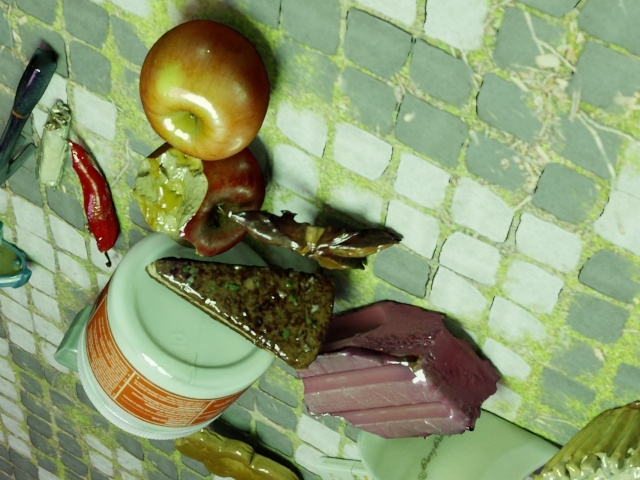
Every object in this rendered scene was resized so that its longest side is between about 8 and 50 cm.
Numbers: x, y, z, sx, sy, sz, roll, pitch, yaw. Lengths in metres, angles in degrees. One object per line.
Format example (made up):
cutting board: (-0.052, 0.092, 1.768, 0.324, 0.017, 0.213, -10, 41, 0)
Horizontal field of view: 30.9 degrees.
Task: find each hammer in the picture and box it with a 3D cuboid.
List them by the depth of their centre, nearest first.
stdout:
hammer: (-0.436, -0.171, 1.678, 0.037, 0.137, 0.290, 39, 131, 0)

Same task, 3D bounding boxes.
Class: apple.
apple: (-0.135, -0.180, 1.371, 0.163, 0.139, 0.163, 13, 138, 12)
apple: (-0.155, -0.068, 1.501, 0.158, 0.147, 0.156, 40, 147, 40)

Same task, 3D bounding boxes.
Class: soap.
soap: (0.080, 0.184, 1.589, 0.182, 0.112, 0.289, 51, 143, -15)

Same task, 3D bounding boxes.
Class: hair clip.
hair clip: (0.172, 0.312, 1.623, 0.113, 0.172, 0.282, 47, 156, -24)

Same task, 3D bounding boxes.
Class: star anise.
star anise: (0.000, 0.004, 1.489, 0.213, 0.053, 0.157, 5, 164, 9)

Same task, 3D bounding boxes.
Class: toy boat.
toy boat: (-0.589, 0.011, 2.016, 0.215, 0.088, 0.102, 31, 140, 14)

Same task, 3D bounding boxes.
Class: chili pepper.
chili pepper: (-0.340, -0.051, 1.767, 0.051, 0.059, 0.268, -7, 132, -3)

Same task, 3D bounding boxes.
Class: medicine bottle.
medicine bottle: (-0.203, 0.134, 1.665, 0.252, 0.252, 0.241, 41, 144, -2)

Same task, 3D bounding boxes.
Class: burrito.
burrito: (-0.398, -0.137, 1.729, 0.045, 0.041, 0.185, 17, 146, -11)

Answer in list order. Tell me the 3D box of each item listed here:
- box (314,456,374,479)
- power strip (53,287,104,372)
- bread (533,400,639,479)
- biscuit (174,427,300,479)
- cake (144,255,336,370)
box: (0.100, 0.408, 1.883, 0.220, 0.032, 0.122, -2, 127, 44)
power strip: (-0.299, 0.196, 1.953, 0.261, 0.141, 0.229, 33, 148, -16)
bread: (0.407, 0.335, 1.434, 0.274, 0.149, 0.274, 30, 148, 21)
biscuit: (-0.136, 0.392, 2.033, 0.249, 0.035, 0.184, 28, 152, -7)
cake: (-0.108, 0.100, 1.515, 0.246, 0.135, 0.112, 5, 167, -17)
